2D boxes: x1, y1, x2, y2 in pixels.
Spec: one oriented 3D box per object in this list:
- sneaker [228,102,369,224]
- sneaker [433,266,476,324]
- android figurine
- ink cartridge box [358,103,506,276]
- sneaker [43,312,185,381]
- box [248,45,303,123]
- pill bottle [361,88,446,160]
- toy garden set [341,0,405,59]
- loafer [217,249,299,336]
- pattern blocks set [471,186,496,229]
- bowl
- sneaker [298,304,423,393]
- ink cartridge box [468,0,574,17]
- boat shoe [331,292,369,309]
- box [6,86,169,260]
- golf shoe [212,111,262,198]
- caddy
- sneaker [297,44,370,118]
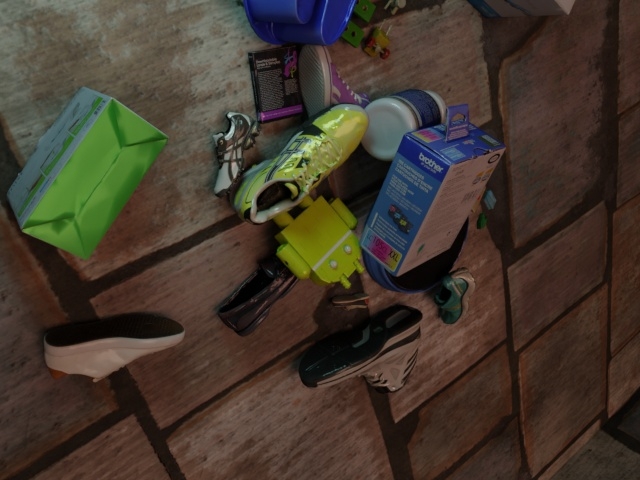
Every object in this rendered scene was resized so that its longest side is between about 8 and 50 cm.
[{"bbox_3d":[-0.033,-0.163,1.259,0.385,0.147,0.145,-40,125,4],"label":"sneaker"},{"bbox_3d":[0.418,0.184,1.776,0.110,0.107,0.275,-18,141,-12],"label":"sneaker"},{"bbox_3d":[0.000,0.000,1.369,0.272,0.056,0.248,50,56,-4],"label":"android figurine"},{"bbox_3d":[0.282,-0.134,1.336,0.270,0.151,0.395,-22,144,-44],"label":"ink cartridge box"},{"bbox_3d":[-0.451,0.241,1.210,0.290,0.106,0.123,-3,118,-27],"label":"sneaker"},{"bbox_3d":[-0.103,-0.363,1.268,0.116,0.029,0.162,-20,119,-29],"label":"box"},{"bbox_3d":[0.220,-0.306,1.397,0.265,0.153,0.153,-34,127,-50],"label":"pill bottle"},{"bbox_3d":[0.123,-0.587,1.335,0.204,0.049,0.244,23,92,-37],"label":"toy garden set"},{"bbox_3d":[-0.136,0.103,1.374,0.095,0.109,0.302,42,83,-33],"label":"loafer"},{"bbox_3d":[0.439,-0.192,1.651,0.285,0.026,0.324,-46,115,-42],"label":"pattern blocks set"},{"bbox_3d":[0.301,-0.018,1.655,0.391,0.077,0.390,-13,115,-31],"label":"bowl"},{"bbox_3d":[0.144,0.394,1.638,0.448,0.169,0.257,-21,116,-31],"label":"sneaker"},{"bbox_3d":[0.529,-0.726,1.427,0.197,0.270,0.198,20,95,-39],"label":"ink cartridge box"},{"bbox_3d":[0.088,0.184,1.599,0.137,0.049,0.043,-4,111,-40],"label":"boat shoe"},{"bbox_3d":[-0.433,-0.133,0.988,0.127,0.231,0.261,36,85,-38],"label":"box"},{"bbox_3d":[-0.212,-0.196,1.233,0.094,0.077,0.198,24,88,-25],"label":"golf shoe"},{"bbox_3d":[-0.037,-0.579,1.143,0.241,0.179,0.341,13,99,-61],"label":"caddy"},{"bbox_3d":[0.041,-0.365,1.333,0.161,0.102,0.282,-35,134,-25],"label":"sneaker"}]
